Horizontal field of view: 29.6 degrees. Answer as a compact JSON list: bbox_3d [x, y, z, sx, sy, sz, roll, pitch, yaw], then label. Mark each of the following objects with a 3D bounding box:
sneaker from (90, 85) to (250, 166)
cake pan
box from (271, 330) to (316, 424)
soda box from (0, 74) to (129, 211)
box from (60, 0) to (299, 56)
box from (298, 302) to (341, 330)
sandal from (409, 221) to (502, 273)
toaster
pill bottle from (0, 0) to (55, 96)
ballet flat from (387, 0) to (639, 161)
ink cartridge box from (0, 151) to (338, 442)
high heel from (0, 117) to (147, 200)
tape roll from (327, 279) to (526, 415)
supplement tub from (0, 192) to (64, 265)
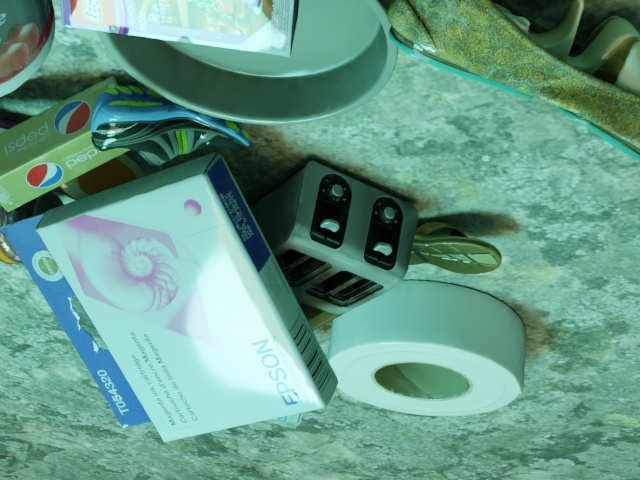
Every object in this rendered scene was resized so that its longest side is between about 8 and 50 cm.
[{"bbox_3d":[-0.162,-0.119,1.297,0.188,0.067,0.078,1,131,-37],"label":"sneaker"},{"bbox_3d":[-0.069,-0.212,1.159,0.293,0.054,0.293,6,153,3],"label":"cake pan"},{"bbox_3d":[-0.157,0.159,1.772,0.290,0.169,0.087,10,153,-2],"label":"box"},{"bbox_3d":[-0.287,-0.106,1.334,0.181,0.061,0.058,-26,146,4],"label":"soda box"},{"bbox_3d":[-0.110,-0.286,0.951,0.201,0.057,0.293,8,138,0],"label":"box"},{"bbox_3d":[-0.062,0.092,1.590,0.164,0.201,0.021,9,114,40],"label":"box"},{"bbox_3d":[0.146,0.002,1.525,0.180,0.049,0.072,5,151,39],"label":"sandal"},{"bbox_3d":[0.000,0.000,1.486,0.168,0.110,0.186,24,149,-25],"label":"toaster"},{"bbox_3d":[-0.327,-0.265,0.998,0.176,0.176,0.318,8,153,1],"label":"pill bottle"},{"bbox_3d":[0.226,-0.170,1.114,0.349,0.123,0.123,20,150,-25],"label":"ballet flat"},{"bbox_3d":[-0.191,0.089,1.443,0.330,0.071,0.324,-17,113,25],"label":"ink cartridge box"},{"bbox_3d":[-0.335,-0.101,1.457,0.244,0.082,0.117,6,-168,-29],"label":"high heel"},{"bbox_3d":[0.154,0.163,1.767,0.286,0.100,0.286,7,152,4],"label":"tape roll"},{"bbox_3d":[-0.428,-0.018,1.577,0.198,0.106,0.106,-7,149,25],"label":"supplement tub"}]
